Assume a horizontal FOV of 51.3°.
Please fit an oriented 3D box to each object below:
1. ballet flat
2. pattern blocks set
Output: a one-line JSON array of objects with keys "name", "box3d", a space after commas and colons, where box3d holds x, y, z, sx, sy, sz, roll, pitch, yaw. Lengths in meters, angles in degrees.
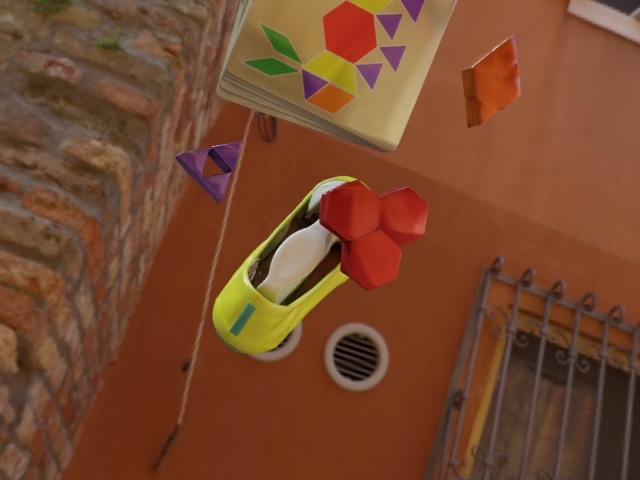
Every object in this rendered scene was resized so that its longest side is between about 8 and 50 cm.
[{"name": "ballet flat", "box3d": [0.000, 0.000, 0.534, 0.077, 0.231, 0.077, 36, -44, 7]}, {"name": "pattern blocks set", "box3d": [0.018, -0.160, 0.474, 0.285, 0.325, 0.026, 32, -7, -16]}]
